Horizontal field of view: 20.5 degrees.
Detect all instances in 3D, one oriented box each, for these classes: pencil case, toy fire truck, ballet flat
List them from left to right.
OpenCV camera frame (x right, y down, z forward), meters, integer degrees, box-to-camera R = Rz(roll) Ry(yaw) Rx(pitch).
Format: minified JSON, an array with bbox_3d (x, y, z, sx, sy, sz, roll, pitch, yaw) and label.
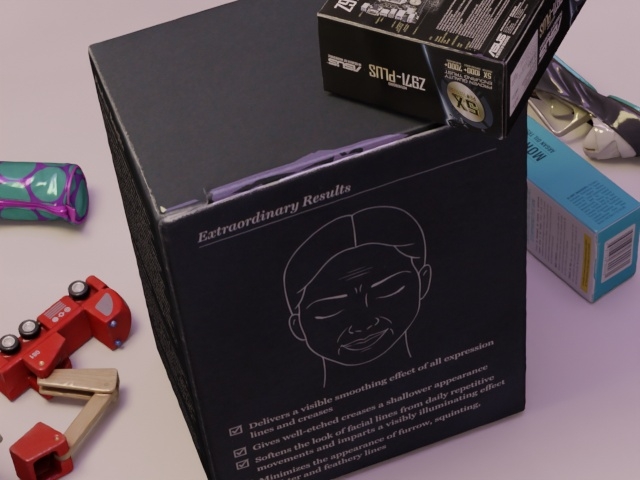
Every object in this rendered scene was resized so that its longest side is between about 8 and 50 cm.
[{"bbox_3d":[-0.311,-0.047,1.780,0.151,0.064,0.070,1,32,8],"label":"pencil case"},{"bbox_3d":[-0.232,0.126,1.627,0.135,0.047,0.192,33,58,30],"label":"toy fire truck"},{"bbox_3d":[0.272,-0.124,1.791,0.203,0.074,0.074,37,61,25],"label":"ballet flat"}]

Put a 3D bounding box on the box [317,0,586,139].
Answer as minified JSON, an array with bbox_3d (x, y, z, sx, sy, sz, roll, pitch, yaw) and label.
[{"bbox_3d":[0.102,-0.175,1.308,0.147,0.077,0.180,17,52,19],"label":"box"}]

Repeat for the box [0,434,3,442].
[{"bbox_3d":[-0.426,0.214,1.434,0.121,0.148,0.311,22,61,43],"label":"box"}]

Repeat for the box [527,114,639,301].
[{"bbox_3d":[0.202,-0.054,1.707,0.060,0.100,0.244,-31,52,-22],"label":"box"}]

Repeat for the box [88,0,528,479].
[{"bbox_3d":[0.000,0.000,1.481,0.293,0.395,0.212,-18,49,-10],"label":"box"}]
